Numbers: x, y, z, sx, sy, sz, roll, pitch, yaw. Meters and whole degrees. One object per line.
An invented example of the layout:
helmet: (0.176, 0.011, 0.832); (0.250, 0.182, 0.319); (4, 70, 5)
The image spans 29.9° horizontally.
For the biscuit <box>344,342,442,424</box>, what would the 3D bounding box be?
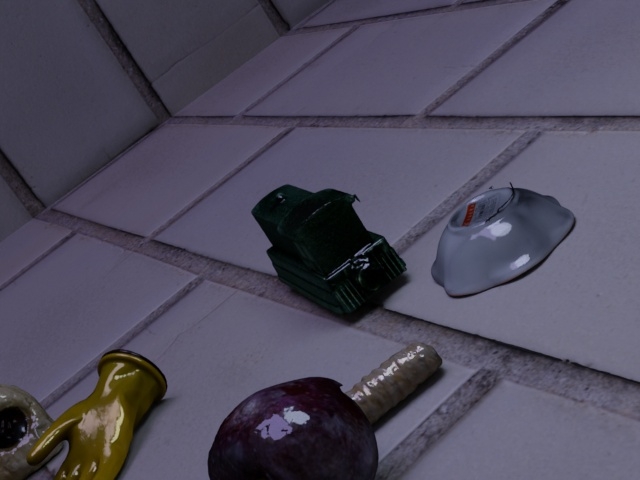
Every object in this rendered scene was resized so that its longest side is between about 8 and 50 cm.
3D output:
biscuit: (0.058, 0.202, 1.501); (0.219, 0.055, 0.061); (-37, 9, -11)

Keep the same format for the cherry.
cherry: (-0.026, 0.246, 1.351); (0.195, 0.195, 0.195); (-29, 20, 11)

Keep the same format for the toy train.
toy train: (0.000, 0.000, 1.893); (0.138, 0.178, 0.330); (-38, 21, -12)

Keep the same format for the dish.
dish: (0.243, -0.020, 1.710); (0.229, 0.081, 0.229); (-29, 20, 12)

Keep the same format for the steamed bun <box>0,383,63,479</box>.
steamed bun: (-0.530, 0.307, 2.005); (0.141, 0.155, 0.172); (-36, 20, -11)

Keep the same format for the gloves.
gloves: (-0.346, 0.309, 1.820); (0.133, 0.116, 0.294); (-26, 26, 40)
